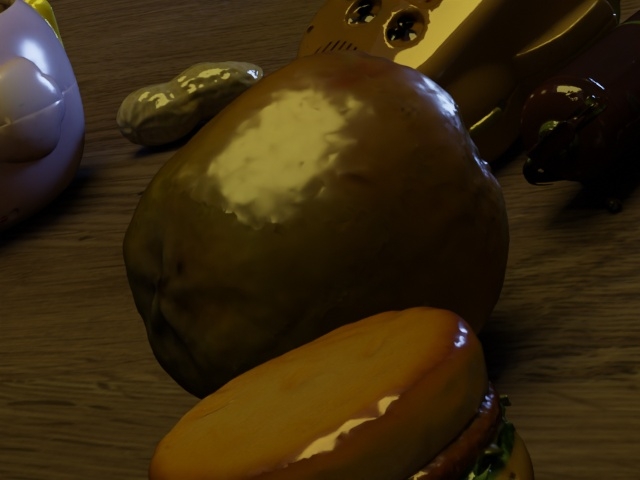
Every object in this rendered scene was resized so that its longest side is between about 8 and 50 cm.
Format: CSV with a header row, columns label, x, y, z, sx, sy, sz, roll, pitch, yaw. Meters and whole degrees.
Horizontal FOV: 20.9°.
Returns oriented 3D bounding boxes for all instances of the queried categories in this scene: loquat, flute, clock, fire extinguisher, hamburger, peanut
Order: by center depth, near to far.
label,x,y,z,sx,sy,sz,roll,pitch,yaw
hamburger,0.021,0.159,1.076,0.246,0.170,0.246,-25,10,5
loquat,0.000,0.000,1.315,0.284,0.276,0.276,-23,20,-30
fire extinguisher,0.276,-0.140,1.549,0.341,0.105,0.141,-38,-13,-45
flute,0.228,-0.074,1.610,0.014,0.014,0.269,-23,23,-2
clock,0.118,-0.196,1.714,0.317,0.200,0.244,-43,39,-10
clock,-0.474,-0.114,2.051,0.368,0.251,0.376,3,27,45
peanut,-0.156,-0.169,2.101,0.187,0.082,0.082,-24,22,-7
